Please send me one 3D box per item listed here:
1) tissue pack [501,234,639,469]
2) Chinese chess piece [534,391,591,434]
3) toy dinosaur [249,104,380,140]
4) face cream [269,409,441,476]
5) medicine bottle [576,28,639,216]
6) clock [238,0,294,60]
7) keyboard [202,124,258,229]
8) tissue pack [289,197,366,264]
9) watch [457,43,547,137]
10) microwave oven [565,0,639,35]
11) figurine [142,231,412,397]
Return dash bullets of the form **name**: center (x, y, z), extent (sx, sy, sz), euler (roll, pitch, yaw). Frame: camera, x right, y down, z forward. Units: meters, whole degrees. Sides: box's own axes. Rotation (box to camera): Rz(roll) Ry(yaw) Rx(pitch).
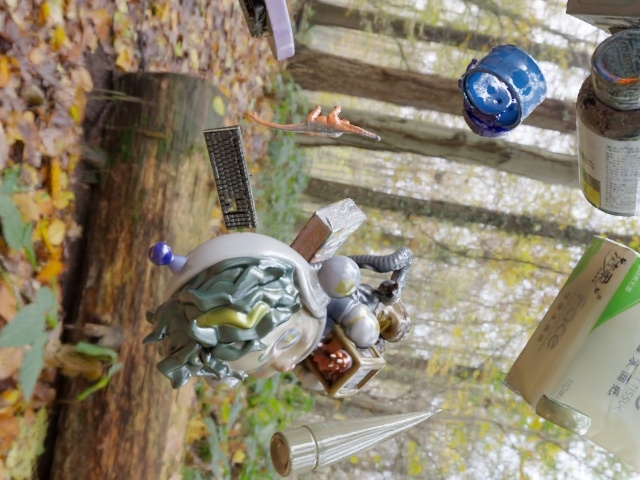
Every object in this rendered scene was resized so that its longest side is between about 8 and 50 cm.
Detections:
- **tissue pack**: center (0.664, 0.249, 1.536), extent (0.405, 0.331, 0.205), euler (-59, -173, 5)
- **Chinese chess piece**: center (0.375, 0.268, 1.067), extent (0.084, 0.084, 0.034), euler (-154, -92, -86)
- **toy dinosaur**: center (-0.009, -0.251, 1.468), extent (0.101, 0.279, 0.055), euler (-58, 153, -52)
- **face cream**: center (0.069, 0.379, 1.337), extent (0.137, 0.341, 0.084), euler (-51, -129, 47)
- **medicine bottle**: center (0.445, -0.164, 0.997), extent (0.293, 0.141, 0.142), euler (57, 35, -54)
- **clock**: center (-0.101, -0.400, 1.130), extent (0.172, 0.064, 0.198), euler (96, -26, -78)
- **keyboard**: center (-0.227, -0.154, 1.799), extent (0.027, 0.106, 0.317), euler (-97, 179, -50)
- **tissue pack**: center (0.000, 0.000, 1.216), extent (0.108, 0.060, 0.148), euler (-23, 157, -50)
- **watch**: center (0.403, -0.345, 1.554), extent (0.171, 0.196, 0.200), euler (-54, 170, -18)
- **microwave oven**: center (0.605, -0.460, 1.224), extent (0.181, 0.295, 0.238), euler (31, -70, 52)
- **figurine**: center (-0.040, 0.103, 0.857), extent (0.261, 0.381, 0.186), euler (-54, -133, 18)
